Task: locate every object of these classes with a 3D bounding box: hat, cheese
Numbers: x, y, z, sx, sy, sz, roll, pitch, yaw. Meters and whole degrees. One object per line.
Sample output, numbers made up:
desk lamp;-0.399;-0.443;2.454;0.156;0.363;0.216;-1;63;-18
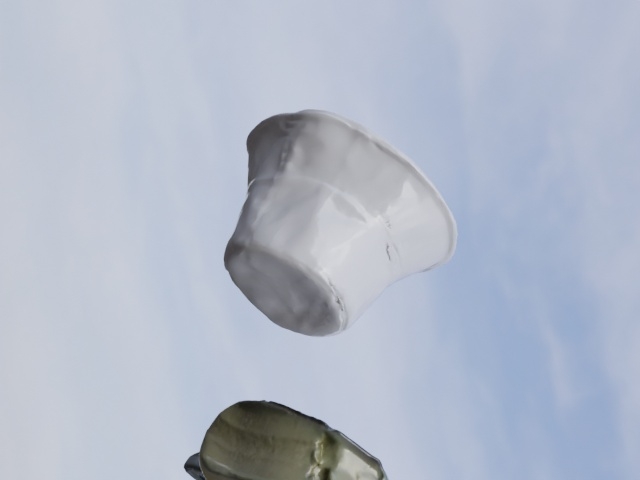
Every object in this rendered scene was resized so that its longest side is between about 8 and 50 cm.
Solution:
hat;0.000;0.000;1.479;0.203;0.126;0.203;23;-33;16
cheese;-0.031;0.124;0.954;0.171;0.047;0.092;9;-33;48
